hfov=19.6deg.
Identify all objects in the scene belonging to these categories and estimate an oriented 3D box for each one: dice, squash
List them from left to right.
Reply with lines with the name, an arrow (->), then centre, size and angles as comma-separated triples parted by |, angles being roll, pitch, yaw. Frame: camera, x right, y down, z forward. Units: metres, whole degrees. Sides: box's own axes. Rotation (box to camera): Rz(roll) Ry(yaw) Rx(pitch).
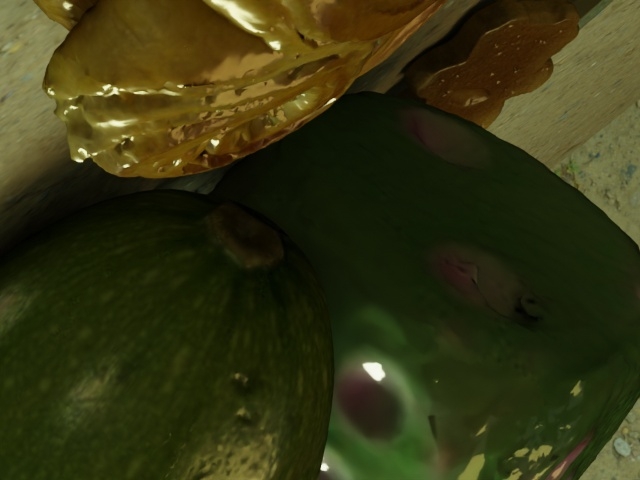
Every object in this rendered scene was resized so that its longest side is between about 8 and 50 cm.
squash -> -0.121, 0.096, 1.175 | 0.309, 0.310, 0.310 | -54, 169, 14
dice -> 0.046, 0.101, 1.399 | 0.330, 0.318, 0.322 | -25, 150, -57

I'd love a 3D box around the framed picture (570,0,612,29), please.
framed picture -> 0.239, -0.231, 1.706 | 0.240, 0.020, 0.324 | -42, 172, 31

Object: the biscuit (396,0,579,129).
biscuit -> 0.122, -0.133, 1.589 | 0.166, 0.036, 0.225 | -9, 151, -41

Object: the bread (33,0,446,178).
bread -> -0.012, -0.125, 0.765 | 0.236, 0.120, 0.198 | -41, 171, 28
